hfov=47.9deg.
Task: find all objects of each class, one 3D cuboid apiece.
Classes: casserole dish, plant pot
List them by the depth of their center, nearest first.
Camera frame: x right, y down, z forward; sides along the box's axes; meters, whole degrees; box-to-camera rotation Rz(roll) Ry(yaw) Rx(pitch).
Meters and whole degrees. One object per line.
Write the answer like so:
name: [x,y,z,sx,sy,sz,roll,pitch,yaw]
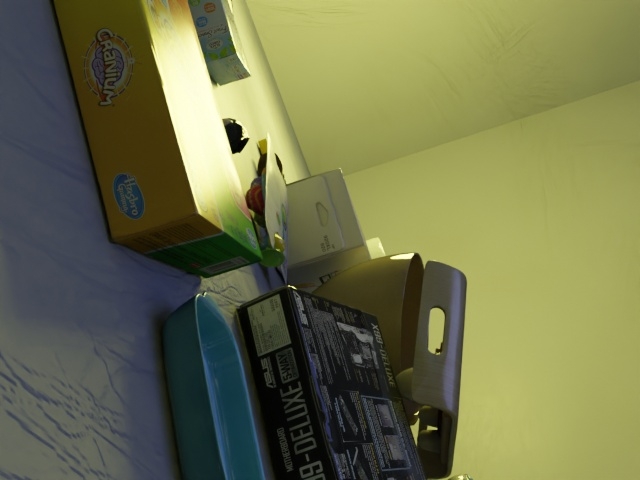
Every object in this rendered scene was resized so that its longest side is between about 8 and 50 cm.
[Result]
casserole dish: [-0.080,0.129,0.539,0.114,0.037,0.188,67,7,-61]
plant pot: [0.069,0.162,1.221,0.284,0.191,0.283,-1,90,-73]

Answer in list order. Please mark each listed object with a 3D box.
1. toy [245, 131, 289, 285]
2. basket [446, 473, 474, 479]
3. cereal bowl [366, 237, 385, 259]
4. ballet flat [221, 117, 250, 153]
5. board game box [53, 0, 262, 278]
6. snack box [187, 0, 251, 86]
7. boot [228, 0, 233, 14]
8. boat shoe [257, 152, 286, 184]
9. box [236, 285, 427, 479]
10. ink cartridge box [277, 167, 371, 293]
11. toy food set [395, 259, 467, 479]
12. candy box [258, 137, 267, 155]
toy: [-0.091,-0.052,1.190,0.237,0.056,0.136,-98,174,-45]
basket: [0.238,0.519,1.053,0.255,0.201,0.288,-97,163,-78]
cereal bowl: [0.145,0.168,1.967,0.339,0.141,0.338,-19,90,-87]
ballet flat: [-0.143,-0.157,1.080,0.049,0.057,0.173,31,3,0]
board game box: [-0.145,-0.136,0.633,0.242,0.064,0.316,55,18,-79]
snack box: [-0.188,-0.385,1.230,0.174,0.070,0.206,-23,97,-87]
boot: [-0.223,-0.544,1.598,0.197,0.077,0.137,-86,166,-45]
boat shoe: [-0.098,-0.117,1.493,0.049,0.056,0.152,86,-5,-54]
box: [0.030,0.222,0.859,0.242,0.077,0.307,25,44,-58]
ink cartridge box: [0.000,0.000,1.415,0.232,0.168,0.171,65,7,-66]
toy food set: [0.164,0.205,1.090,0.306,0.093,0.219,81,17,-54]
candy box: [-0.100,-0.127,1.674,0.105,0.027,0.205,61,11,-61]
